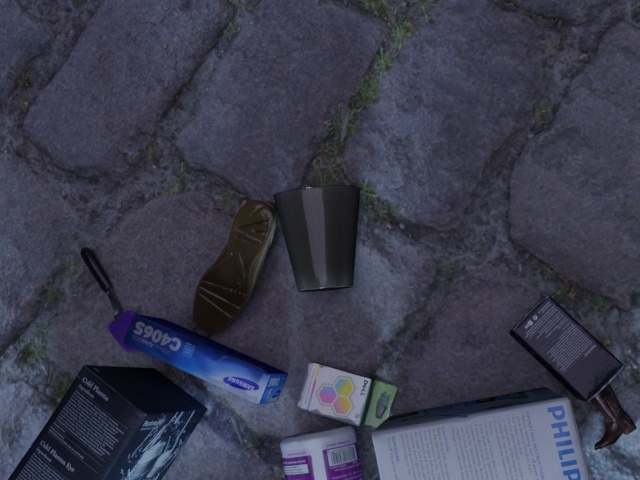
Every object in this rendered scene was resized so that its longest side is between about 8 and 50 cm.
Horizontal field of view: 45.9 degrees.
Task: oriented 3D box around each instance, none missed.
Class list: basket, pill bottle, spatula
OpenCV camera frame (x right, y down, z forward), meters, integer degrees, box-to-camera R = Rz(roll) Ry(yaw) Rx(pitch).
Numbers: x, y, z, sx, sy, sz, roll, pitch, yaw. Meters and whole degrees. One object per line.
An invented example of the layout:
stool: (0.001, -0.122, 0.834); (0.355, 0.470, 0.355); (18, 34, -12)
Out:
basket: (0.000, 0.000, 1.734); (0.204, 0.154, 0.227); (-4, 83, 1)
pill bottle: (0.018, 0.561, 1.622); (0.169, 0.169, 0.302); (-12, 78, 9)
spatula: (-0.520, 0.141, 1.871); (0.084, 0.030, 0.296); (-36, 75, 12)

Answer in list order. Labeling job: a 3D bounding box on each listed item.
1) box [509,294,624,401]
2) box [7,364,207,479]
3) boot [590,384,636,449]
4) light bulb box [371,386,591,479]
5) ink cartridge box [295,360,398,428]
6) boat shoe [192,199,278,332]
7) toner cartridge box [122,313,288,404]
box: (0.510, 0.227, 1.588); (0.108, 0.153, 0.207); (-45, 75, 2)
box: (-0.453, 0.451, 1.644); (0.179, 0.343, 0.313); (32, 89, 16)
boot: (0.596, 0.372, 1.605); (0.106, 0.037, 0.114); (-30, 79, -8)
light bulb box: (0.314, 0.436, 1.486); (0.360, 0.358, 0.225); (-13, 80, 8)
ink cartridge box: (0.059, 0.351, 1.703); (0.209, 0.062, 0.109); (14, 83, 13)
boat shoe: (-0.187, 0.064, 1.780); (0.121, 0.110, 0.341); (31, 102, 8)
toner cartridge box: (-0.259, 0.270, 1.729); (0.347, 0.165, 0.075); (21, 86, 14)
